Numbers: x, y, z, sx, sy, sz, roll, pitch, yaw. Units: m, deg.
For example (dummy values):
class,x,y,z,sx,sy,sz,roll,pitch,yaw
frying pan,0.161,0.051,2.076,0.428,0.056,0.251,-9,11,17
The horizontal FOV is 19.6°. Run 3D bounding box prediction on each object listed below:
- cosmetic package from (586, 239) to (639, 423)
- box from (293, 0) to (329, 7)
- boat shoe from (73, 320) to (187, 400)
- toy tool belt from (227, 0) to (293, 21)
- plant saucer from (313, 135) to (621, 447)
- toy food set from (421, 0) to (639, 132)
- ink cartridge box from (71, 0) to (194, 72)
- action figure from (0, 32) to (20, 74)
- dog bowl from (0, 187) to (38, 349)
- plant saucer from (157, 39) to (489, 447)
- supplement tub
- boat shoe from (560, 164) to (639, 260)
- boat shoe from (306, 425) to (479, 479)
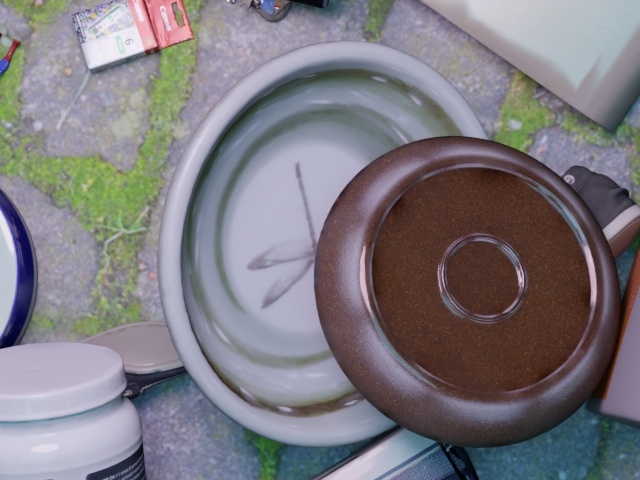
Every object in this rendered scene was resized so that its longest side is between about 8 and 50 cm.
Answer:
class,x,y,z,sx,sy,sz,roll,pitch,yaw
cosmetic package,0.375,0.081,1.693,0.161,0.453,0.230,18,86,2
box,-0.115,-0.440,1.851,0.343,0.179,0.312,15,77,2
boat shoe,-0.214,0.137,1.909,0.206,0.075,0.065,-11,129,-5
toy tool belt,-0.068,-0.262,1.925,0.083,0.051,0.052,25,87,3
plant saucer,0.149,0.041,1.759,0.311,0.050,0.310,4,74,-13
toy food set,0.240,-0.287,1.913,0.306,0.092,0.219,35,99,4
ink cartridge box,-0.196,-0.224,1.936,0.115,0.029,0.063,-18,86,0
action figure,-0.354,-0.163,1.937,0.038,0.030,0.115,25,89,-2
dog bowl,-0.427,0.036,1.886,0.265,0.104,0.265,0,86,1
plant saucer,0.000,0.000,1.832,0.400,0.100,0.400,-6,102,-32
supplement tub,-0.262,0.252,1.795,0.191,0.191,0.272,-3,104,1
boat shoe,0.183,0.049,1.857,0.335,0.112,0.095,-39,66,-19
boat shoe,0.017,0.315,1.849,0.340,0.127,0.158,-31,90,0
